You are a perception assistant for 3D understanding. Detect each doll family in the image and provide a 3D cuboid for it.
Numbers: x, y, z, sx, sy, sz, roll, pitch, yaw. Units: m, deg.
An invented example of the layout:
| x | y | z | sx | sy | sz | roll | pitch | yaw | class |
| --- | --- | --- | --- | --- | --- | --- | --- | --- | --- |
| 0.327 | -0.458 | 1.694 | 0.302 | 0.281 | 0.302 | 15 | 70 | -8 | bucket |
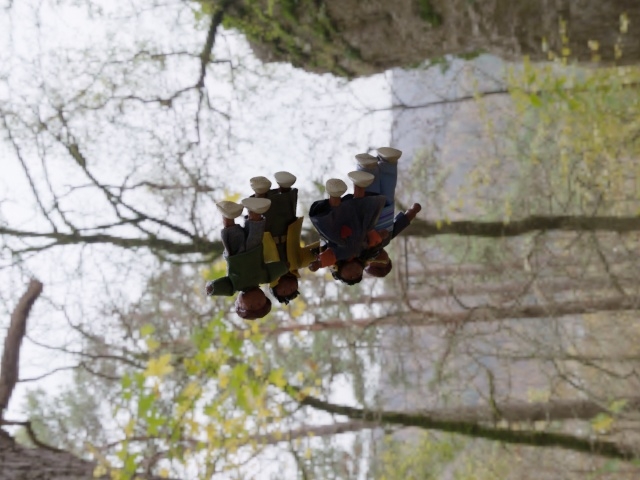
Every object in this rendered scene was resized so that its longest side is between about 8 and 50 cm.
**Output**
| x | y | z | sx | sy | sz | roll | pitch | yaw | class |
| --- | --- | --- | --- | --- | --- | --- | --- | --- | --- |
| 0.000 | 0.000 | 0.644 | 0.076 | 0.193 | 0.111 | -127 | 28 | -58 | doll family |
